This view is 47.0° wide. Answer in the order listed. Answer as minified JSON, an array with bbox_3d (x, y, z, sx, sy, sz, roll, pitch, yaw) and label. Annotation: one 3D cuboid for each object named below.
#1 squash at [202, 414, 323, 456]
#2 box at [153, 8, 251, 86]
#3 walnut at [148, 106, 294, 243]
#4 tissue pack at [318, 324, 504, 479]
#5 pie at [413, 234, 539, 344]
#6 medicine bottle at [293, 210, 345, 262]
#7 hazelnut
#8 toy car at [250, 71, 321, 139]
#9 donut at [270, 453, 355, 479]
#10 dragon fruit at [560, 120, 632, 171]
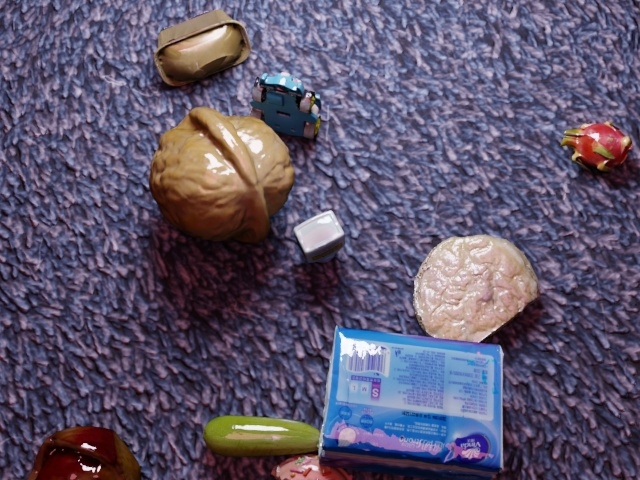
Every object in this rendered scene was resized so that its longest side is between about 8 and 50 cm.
[{"bbox_3d":[-0.091,0.319,1.190,0.201,0.066,0.066,4,76,2],"label":"squash"},{"bbox_3d":[-0.219,-0.352,1.353,0.177,0.111,0.111,-23,75,-2],"label":"box"},{"bbox_3d":[-0.158,-0.100,1.202,0.224,0.257,0.257,-28,75,-21],"label":"walnut"},{"bbox_3d":[0.137,0.256,1.138,0.263,0.146,0.198,7,60,1],"label":"tissue pack"},{"bbox_3d":[0.253,0.080,1.237,0.218,0.052,0.185,-36,79,-3],"label":"pie"},{"bbox_3d":[0.000,0.000,1.238,0.074,0.118,0.055,-28,76,-5],"label":"medicine bottle"},{"bbox_3d":[-0.362,0.388,1.133,0.170,0.160,0.201,-7,78,29],"label":"hazelnut"},{"bbox_3d":[-0.058,-0.258,1.292,0.126,0.161,0.098,14,66,8],"label":"toy car"},{"bbox_3d":[0.005,0.406,1.160,0.117,0.065,0.166,-33,78,-5],"label":"donut"},{"bbox_3d":[0.476,-0.166,1.275,0.116,0.081,0.086,28,89,9],"label":"dragon fruit"}]
